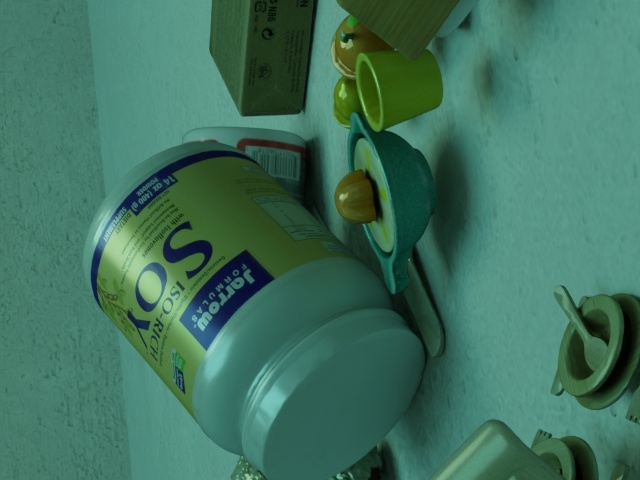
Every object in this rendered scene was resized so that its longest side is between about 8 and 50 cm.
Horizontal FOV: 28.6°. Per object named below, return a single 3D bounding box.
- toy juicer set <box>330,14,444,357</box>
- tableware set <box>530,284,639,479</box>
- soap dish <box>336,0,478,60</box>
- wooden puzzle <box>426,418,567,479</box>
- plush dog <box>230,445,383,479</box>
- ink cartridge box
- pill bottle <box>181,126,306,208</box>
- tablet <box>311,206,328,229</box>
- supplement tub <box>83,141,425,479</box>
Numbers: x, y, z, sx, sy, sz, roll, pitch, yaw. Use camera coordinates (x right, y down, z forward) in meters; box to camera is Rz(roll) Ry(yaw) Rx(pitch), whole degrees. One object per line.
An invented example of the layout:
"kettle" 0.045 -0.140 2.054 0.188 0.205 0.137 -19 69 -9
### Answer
"toy juicer set" 0.045 -0.064 1.203 0.209 0.089 0.329 -119 18 -51
"tableware set" 0.174 0.125 0.883 0.194 0.039 0.128 -72 18 -4
"soap dish" 0.085 -0.319 0.949 0.291 0.118 0.229 -54 43 45
"wooden puzzle" 0.139 0.261 0.825 0.239 0.044 0.221 42 117 7
"plush dog" -0.038 0.274 1.502 0.225 0.211 0.262 -79 -1 -51
"ink cartridge box" -0.076 -0.305 1.604 0.193 0.088 0.234 -115 26 -51
"pill bottle" -0.102 0.007 1.583 0.161 0.161 0.283 169 104 -72
"tablet" 0.000 0.000 1.569 0.083 0.006 0.054 -119 29 -54
"supplement tub" -0.073 0.074 1.318 0.331 0.241 0.241 43 139 35
